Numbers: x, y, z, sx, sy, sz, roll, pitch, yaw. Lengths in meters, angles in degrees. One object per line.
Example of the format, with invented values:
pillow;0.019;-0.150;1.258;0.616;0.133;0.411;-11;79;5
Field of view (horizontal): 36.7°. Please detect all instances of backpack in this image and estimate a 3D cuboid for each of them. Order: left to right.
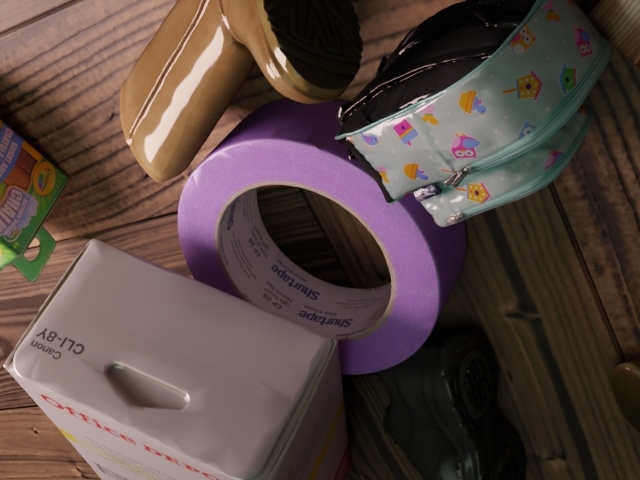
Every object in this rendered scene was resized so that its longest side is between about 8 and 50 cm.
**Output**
backpack;0.125;-0.108;0.731;0.144;0.166;0.188;46;145;-9

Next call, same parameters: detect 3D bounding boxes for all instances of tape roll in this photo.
tape roll;0.000;0.000;0.950;0.274;0.090;0.275;15;131;18

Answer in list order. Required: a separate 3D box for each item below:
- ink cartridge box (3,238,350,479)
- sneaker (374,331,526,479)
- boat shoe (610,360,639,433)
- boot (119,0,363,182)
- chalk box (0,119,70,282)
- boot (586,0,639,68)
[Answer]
ink cartridge box;-0.124;0.194;1.033;0.279;0.160;0.385;21;154;15
sneaker;0.138;0.216;1.047;0.130;0.109;0.286;3;119;39
boat shoe;0.341;0.170;0.932;0.153;0.048;0.056;46;145;-1
boot;-0.082;-0.137;0.827;0.089;0.236;0.269;13;140;-31
chalk box;-0.384;-0.042;1.086;0.132;0.132;0.213;-24;125;39
boot;0.297;-0.177;0.665;0.152;0.073;0.197;35;146;2
